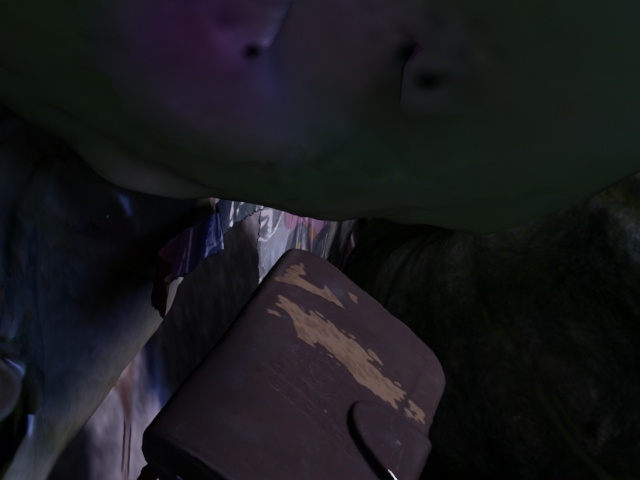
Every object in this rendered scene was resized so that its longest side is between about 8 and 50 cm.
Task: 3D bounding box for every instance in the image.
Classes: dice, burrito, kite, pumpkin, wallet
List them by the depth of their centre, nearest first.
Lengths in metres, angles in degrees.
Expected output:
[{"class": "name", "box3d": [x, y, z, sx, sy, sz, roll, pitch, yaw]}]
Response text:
[{"class": "dice", "box3d": [0.020, -0.216, 0.376, 0.318, 0.330, 0.322, 40, 32, -35]}, {"class": "wallet", "box3d": [-0.001, 0.054, 0.431, 0.082, 0.018, 0.157, 38, 24, 0]}, {"class": "burrito", "box3d": [-0.078, -0.008, 0.447, 0.309, 0.066, 0.096, -65, 143, -62]}, {"class": "kite", "box3d": [-0.021, 0.026, 0.559, 0.360, 0.022, 0.204, -43, 146, -75]}, {"class": "pumpkin", "box3d": [0.139, 0.012, 0.682, 0.207, 0.300, 0.300, 50, 21, -10]}]

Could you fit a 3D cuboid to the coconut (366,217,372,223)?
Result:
[{"class": "coconut", "box3d": [0.151, -0.015, 0.980, 0.266, 0.237, 0.237, 30, 30, -10]}]

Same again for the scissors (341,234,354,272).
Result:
[{"class": "scissors", "box3d": [0.000, 0.000, 0.785, 0.118, 0.030, 0.242, 45, 35, -61]}]
